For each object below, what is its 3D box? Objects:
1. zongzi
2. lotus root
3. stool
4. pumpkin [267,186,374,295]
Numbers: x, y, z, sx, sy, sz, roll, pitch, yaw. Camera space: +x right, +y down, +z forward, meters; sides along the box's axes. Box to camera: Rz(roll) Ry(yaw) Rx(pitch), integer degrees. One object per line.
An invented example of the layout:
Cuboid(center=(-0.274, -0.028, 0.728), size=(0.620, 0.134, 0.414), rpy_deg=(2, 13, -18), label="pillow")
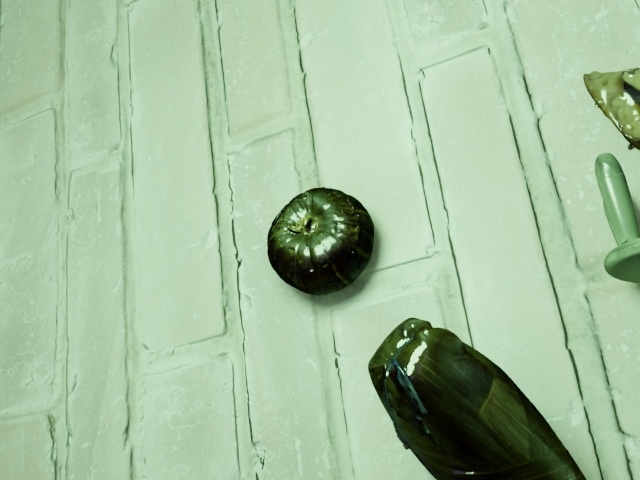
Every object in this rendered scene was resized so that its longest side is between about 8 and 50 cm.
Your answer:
Cuboid(center=(0.290, 0.326, 1.178), size=(0.208, 0.403, 0.432), rpy_deg=(-46, 46, -10), label="zongzi")
Cuboid(center=(0.637, -0.253, 1.434), size=(0.261, 0.074, 0.170), rpy_deg=(-3, 74, 25), label="lotus root")
Cuboid(center=(0.590, -0.044, 1.318), size=(0.195, 0.195, 0.198), rpy_deg=(-7, 66, 24), label="stool")
Cuboid(center=(-0.002, 0.000, 1.600), size=(0.238, 0.159, 0.237), rpy_deg=(-11, 66, 27), label="pumpkin")
